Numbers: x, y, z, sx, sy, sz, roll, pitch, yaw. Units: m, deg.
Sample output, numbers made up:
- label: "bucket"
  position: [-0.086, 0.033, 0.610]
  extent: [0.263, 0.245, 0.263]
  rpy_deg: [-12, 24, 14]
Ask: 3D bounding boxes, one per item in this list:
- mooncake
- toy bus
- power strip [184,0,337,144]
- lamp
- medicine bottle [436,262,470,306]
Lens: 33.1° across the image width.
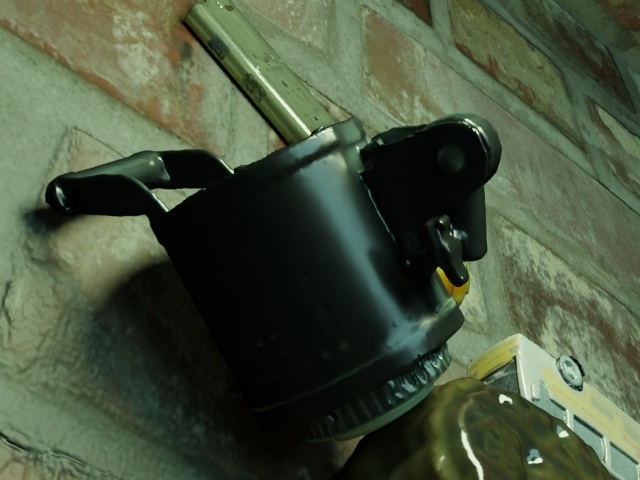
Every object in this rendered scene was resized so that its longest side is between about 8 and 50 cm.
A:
- label: "mooncake"
  position: [0.157, 0.261, 0.956]
  extent: [0.290, 0.161, 0.290]
  rpy_deg: [34, 30, -23]
- label: "toy bus"
  position: [0.313, 0.246, 1.252]
  extent: [0.342, 0.097, 0.138]
  rpy_deg: [36, 38, -23]
- label: "power strip"
  position: [-0.062, -0.196, 1.343]
  extent: [0.268, 0.034, 0.092]
  rpy_deg: [50, 29, 4]
- label: "lamp"
  position: [-0.016, 0.039, 0.937]
  extent: [0.205, 0.374, 0.272]
  rpy_deg: [-30, 111, -67]
- label: "medicine bottle"
  position: [0.072, 0.040, 1.174]
  extent: [0.192, 0.096, 0.096]
  rpy_deg: [7, 48, -49]
